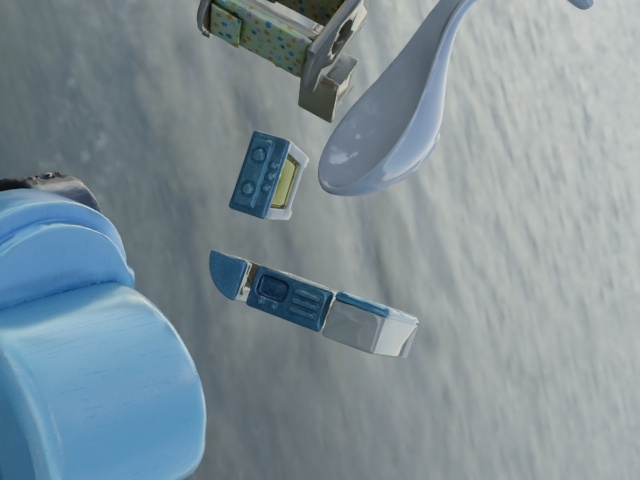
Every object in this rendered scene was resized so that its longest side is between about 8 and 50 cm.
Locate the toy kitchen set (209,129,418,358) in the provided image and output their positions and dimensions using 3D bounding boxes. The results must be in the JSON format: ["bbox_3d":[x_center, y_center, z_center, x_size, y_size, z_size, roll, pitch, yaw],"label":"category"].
[{"bbox_3d":[0.000,0.000,1.166,0.166,0.207,0.122,-71,161,-1],"label":"toy kitchen set"}]

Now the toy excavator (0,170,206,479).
[{"bbox_3d":[-0.165,0.199,0.870,0.222,0.445,0.433,-15,118,-49],"label":"toy excavator"}]

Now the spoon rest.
[{"bbox_3d":[0.098,-0.143,1.045,0.084,0.276,0.137,44,10,-25],"label":"spoon rest"}]

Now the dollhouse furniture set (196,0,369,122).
[{"bbox_3d":[-0.065,-0.183,1.071,0.101,0.182,0.161,-55,167,-26],"label":"dollhouse furniture set"}]
